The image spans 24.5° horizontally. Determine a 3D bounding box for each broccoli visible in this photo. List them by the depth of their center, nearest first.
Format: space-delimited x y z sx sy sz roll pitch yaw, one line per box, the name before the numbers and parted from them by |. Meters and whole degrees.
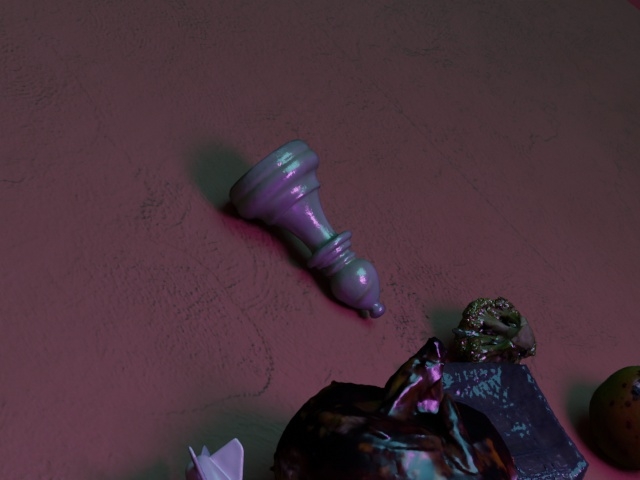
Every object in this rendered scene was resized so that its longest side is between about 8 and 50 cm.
broccoli | 0.254 0.141 2.114 0.130 0.120 0.131 -36 108 -36

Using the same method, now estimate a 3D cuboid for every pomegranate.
pomegranate | 0.469 0.252 2.159 0.159 0.159 0.205 28 9 -13

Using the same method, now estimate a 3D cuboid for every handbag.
handbag | 0.240 0.268 1.985 0.175 0.089 0.270 -2 48 -34

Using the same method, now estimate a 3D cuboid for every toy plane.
toy plane | -0.077 0.334 1.571 0.255 0.101 0.251 60 0 9

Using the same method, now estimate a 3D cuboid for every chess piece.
chess piece | 0.000 0.000 2.073 0.272 0.139 0.139 53 34 3

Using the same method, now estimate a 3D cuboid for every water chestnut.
water chestnut | 0.086 0.246 1.647 0.300 0.300 0.300 24 35 -18
